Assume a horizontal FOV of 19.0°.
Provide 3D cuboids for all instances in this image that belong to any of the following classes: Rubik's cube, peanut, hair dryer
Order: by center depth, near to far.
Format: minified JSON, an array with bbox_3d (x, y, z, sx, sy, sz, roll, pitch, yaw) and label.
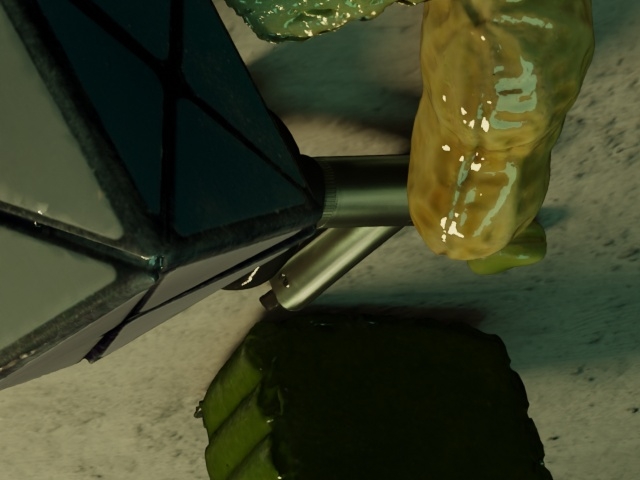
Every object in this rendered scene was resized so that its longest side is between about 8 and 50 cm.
[{"bbox_3d":[-0.190,-0.050,1.325,0.255,0.260,0.259,-29,178,27],"label":"Rubik's cube"},{"bbox_3d":[0.134,-0.110,1.513,0.147,0.147,0.305,-6,141,-12],"label":"peanut"},{"bbox_3d":[-0.007,0.013,1.687,0.320,0.155,0.284,5,135,-43],"label":"hair dryer"}]

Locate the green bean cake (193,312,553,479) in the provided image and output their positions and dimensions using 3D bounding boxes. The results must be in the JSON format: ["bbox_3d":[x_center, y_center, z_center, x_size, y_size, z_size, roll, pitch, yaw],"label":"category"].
[{"bbox_3d":[0.049,0.251,1.929,0.335,0.319,0.218,1,148,-22],"label":"green bean cake"}]

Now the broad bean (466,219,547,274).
[{"bbox_3d":[0.178,0.009,1.853,0.083,0.045,0.063,-22,161,30],"label":"broad bean"}]

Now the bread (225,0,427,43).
[{"bbox_3d":[0.026,-0.218,1.376,0.232,0.088,0.128,-16,138,18],"label":"bread"}]
